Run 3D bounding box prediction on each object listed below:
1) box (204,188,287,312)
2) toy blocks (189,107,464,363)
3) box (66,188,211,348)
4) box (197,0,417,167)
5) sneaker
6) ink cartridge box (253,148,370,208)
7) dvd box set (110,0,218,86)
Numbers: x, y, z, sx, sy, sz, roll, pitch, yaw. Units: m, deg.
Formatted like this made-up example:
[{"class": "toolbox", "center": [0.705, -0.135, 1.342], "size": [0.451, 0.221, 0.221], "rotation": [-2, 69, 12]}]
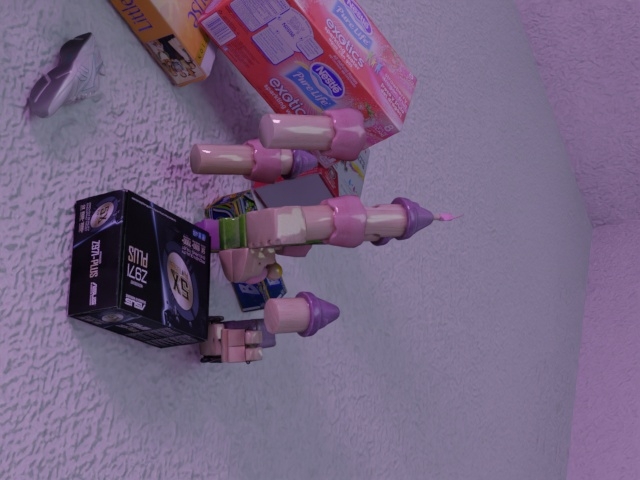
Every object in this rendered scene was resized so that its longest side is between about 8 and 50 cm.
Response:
[{"class": "box", "center": [-0.108, 0.016, 1.454], "size": [0.059, 0.054, 0.169], "rotation": [-45, 119, -58]}, {"class": "toy blocks", "center": [0.000, 0.000, 1.304], "size": [0.260, 0.288, 0.309], "rotation": [-1, 87, -30]}, {"class": "box", "center": [-0.215, 0.039, 1.210], "size": [0.180, 0.077, 0.148], "rotation": [33, 52, -55]}, {"class": "box", "center": [-0.011, -0.275, 1.444], "size": [0.300, 0.154, 0.142], "rotation": [47, 40, -25]}, {"class": "sneaker", "center": [-0.292, -0.186, 1.177], "size": [0.061, 0.053, 0.152], "rotation": [63, 30, -34]}, {"class": "ink cartridge box", "center": [-0.011, -0.116, 1.614], "size": [0.128, 0.127, 0.176], "rotation": [54, 35, -38]}, {"class": "dvd box set", "center": [-0.252, -0.463, 1.353], "size": [0.420, 0.062, 0.308], "rotation": [53, 37, -40]}]
